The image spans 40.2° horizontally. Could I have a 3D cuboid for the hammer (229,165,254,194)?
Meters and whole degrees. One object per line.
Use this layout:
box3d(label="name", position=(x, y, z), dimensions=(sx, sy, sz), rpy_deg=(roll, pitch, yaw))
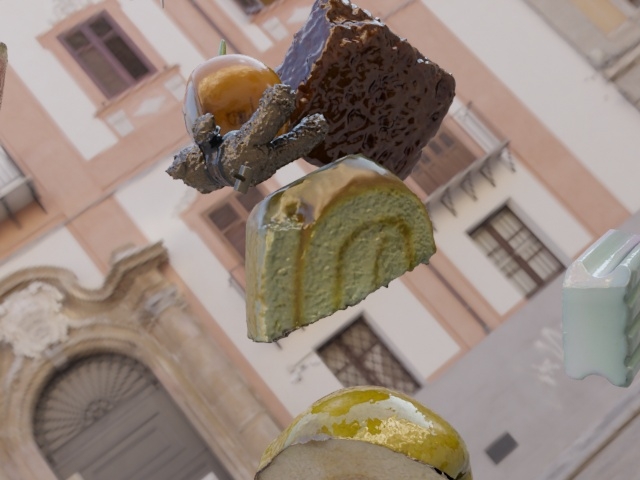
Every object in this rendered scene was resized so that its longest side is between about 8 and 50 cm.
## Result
box3d(label="hammer", position=(-0.104, -0.080, 1.121), dimensions=(0.110, 0.019, 0.035), rpy_deg=(-13, -58, -88))

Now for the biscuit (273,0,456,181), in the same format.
box3d(label="biscuit", position=(0.086, -0.295, 1.881), dimensions=(0.395, 0.166, 0.343), rpy_deg=(23, -73, -37))

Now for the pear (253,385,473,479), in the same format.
box3d(label="pear", position=(0.088, 0.386, 1.565), dimensions=(0.386, 0.340, 0.191), rpy_deg=(-6, 40, 25))

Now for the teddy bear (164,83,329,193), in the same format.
box3d(label="teddy bear", position=(-0.120, -0.137, 1.357), dimensions=(0.251, 0.129, 0.182), rpy_deg=(-25, -47, 21))

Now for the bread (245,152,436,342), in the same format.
box3d(label="bread", position=(-0.009, -0.001, 1.676), dimensions=(0.395, 0.264, 0.239), rpy_deg=(-26, 12, -20))

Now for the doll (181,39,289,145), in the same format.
box3d(label="doll", position=(-0.165, -0.254, 1.653), dimensions=(0.213, 0.213, 0.236), rpy_deg=(-43, 30, 7))

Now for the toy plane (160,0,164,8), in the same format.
box3d(label="toy plane", position=(-0.207, -0.391, 1.036), dimensions=(0.160, 0.234, 0.082), rpy_deg=(-14, 22, -13))

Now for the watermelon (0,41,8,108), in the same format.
box3d(label="watermelon", position=(-0.592, -0.208, 1.396), dimensions=(0.128, 0.303, 0.159), rpy_deg=(7, -23, -9))

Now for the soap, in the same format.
box3d(label="soap", position=(0.541, 0.095, 1.554), dimensions=(0.347, 0.115, 0.208), rpy_deg=(-26, -64, -52))
